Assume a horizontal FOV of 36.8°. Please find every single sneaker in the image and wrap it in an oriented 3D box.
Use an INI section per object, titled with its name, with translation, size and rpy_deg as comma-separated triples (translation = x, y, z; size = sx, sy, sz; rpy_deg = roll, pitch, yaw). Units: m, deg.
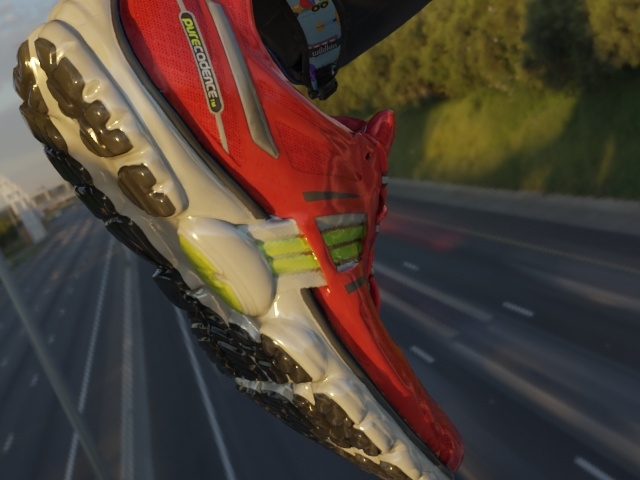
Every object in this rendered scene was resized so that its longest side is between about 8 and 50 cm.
[sneaker]
translation = 0.000, 0.000, 0.406
size = 0.118, 0.279, 0.107
rpy_deg = -45, 28, -22

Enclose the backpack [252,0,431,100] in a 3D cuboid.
[backpack]
translation = 0.000, -0.186, 0.569
size = 0.158, 0.117, 0.173
rpy_deg = -35, -21, 9
